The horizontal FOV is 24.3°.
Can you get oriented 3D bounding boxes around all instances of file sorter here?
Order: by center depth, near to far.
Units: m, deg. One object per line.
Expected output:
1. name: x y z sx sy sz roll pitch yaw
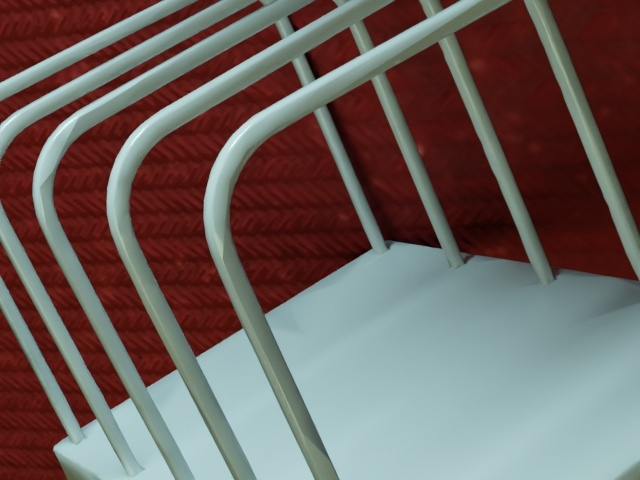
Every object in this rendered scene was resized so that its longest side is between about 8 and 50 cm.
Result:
1. file sorter: 0.000 0.000 0.548 0.278 0.193 0.173 11 128 60
